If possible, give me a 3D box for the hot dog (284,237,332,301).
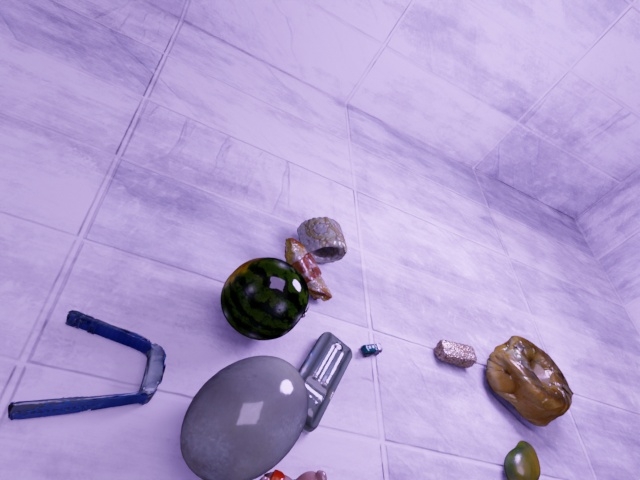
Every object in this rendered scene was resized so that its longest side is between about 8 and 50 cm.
[{"bbox_3d":[-0.062,0.111,1.696,0.123,0.093,0.261,-21,81,-57],"label":"hot dog"}]

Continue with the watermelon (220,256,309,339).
[{"bbox_3d":[-0.162,0.169,1.420,0.269,0.269,0.269,22,41,-20],"label":"watermelon"}]

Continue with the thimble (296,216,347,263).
[{"bbox_3d":[0.000,0.000,1.823,0.191,0.137,0.143,0,53,-20],"label":"thimble"}]

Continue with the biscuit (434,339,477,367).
[{"bbox_3d":[0.518,0.435,1.849,0.169,0.070,0.082,17,36,-22],"label":"biscuit"}]

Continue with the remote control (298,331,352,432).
[{"bbox_3d":[-0.003,0.414,1.458,0.128,0.065,0.335,41,38,-2],"label":"remote control"}]

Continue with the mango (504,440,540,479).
[{"bbox_3d":[0.696,0.767,1.642,0.191,0.085,0.122,-11,56,-43],"label":"mango"}]

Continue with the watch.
[{"bbox_3d":[-0.522,0.322,1.135,0.275,0.068,0.276,26,40,-16],"label":"watch"}]

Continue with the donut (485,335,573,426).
[{"bbox_3d":[0.816,0.547,1.899,0.360,0.170,0.360,26,35,-20],"label":"donut"}]

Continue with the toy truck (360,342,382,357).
[{"bbox_3d":[0.176,0.374,1.658,0.083,0.044,0.039,3,53,-36],"label":"toy truck"}]

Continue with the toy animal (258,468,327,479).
[{"bbox_3d":[-0.085,0.615,1.119,0.198,0.171,0.171,14,44,-31],"label":"toy animal"}]

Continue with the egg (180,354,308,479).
[{"bbox_3d":[-0.175,0.423,1.159,0.258,0.258,0.352,44,37,7],"label":"egg"}]
